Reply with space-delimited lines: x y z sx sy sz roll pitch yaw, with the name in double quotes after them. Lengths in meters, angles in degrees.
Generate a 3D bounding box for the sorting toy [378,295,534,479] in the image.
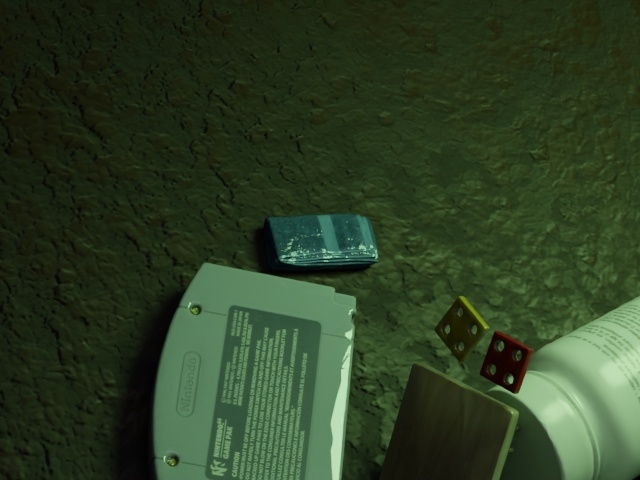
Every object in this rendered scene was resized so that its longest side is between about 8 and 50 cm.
0.136 0.196 1.758 0.132 0.274 0.046 24 14 41 "sorting toy"

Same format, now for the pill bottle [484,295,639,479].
0.308 0.155 1.832 0.283 0.160 0.160 -25 66 -28 "pill bottle"

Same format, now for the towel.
0.000 0.000 1.937 0.119 0.029 0.067 -3 56 -16 "towel"

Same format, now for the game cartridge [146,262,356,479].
-0.071 0.165 1.793 0.198 0.062 0.297 9 55 -3 "game cartridge"
